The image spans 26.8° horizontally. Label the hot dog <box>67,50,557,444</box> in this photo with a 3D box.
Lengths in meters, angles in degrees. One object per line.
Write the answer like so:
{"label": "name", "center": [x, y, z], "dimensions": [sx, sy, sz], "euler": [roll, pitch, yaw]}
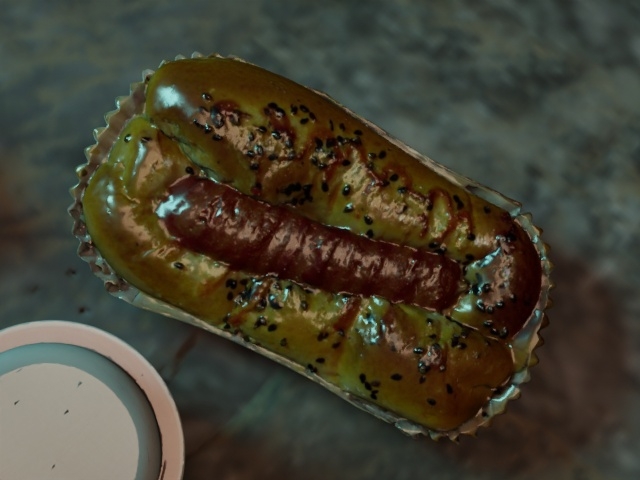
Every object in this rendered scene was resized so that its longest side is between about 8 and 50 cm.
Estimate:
{"label": "hot dog", "center": [0.000, 0.000, 0.518], "dimensions": [0.191, 0.059, 0.108], "euler": [27, 85, -5]}

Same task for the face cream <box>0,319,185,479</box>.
{"label": "face cream", "center": [-0.094, 0.075, 0.475], "dimensions": [0.091, 0.095, 0.091], "euler": [1, 83, -7]}
